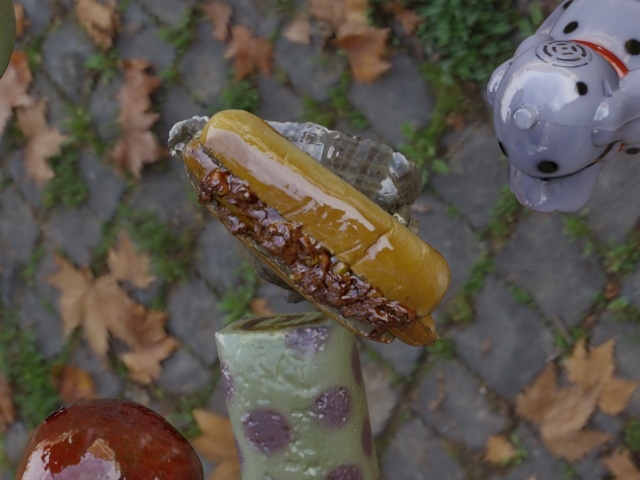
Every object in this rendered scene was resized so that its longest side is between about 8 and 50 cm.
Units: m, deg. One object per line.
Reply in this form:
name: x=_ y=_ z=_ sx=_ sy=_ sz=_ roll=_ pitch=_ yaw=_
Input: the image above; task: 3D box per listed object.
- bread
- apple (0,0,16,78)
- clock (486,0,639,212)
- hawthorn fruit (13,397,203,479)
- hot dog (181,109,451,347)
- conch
bread: x=-0.023 y=0.263 z=2.050 sx=0.187 sy=0.155 sz=0.338 roll=-4 pitch=104 yaw=17
apple: x=-0.439 y=-0.114 z=1.232 sx=0.312 sy=0.360 sz=0.320 roll=-25 pitch=69 yaw=43
clock: x=0.237 y=-0.126 z=1.353 sx=0.189 sy=0.254 sz=0.189 roll=17 pitch=122 yaw=29
hawthorn fruit: x=-0.195 y=0.222 z=1.353 sx=0.202 sy=0.185 sz=0.185 roll=-130 pitch=38 yaw=-57
hot dog: x=0.000 y=0.000 z=1.158 sx=0.249 sy=0.076 sz=0.102 roll=39 pitch=126 yaw=-10
conch: x=-0.018 y=-0.036 z=1.874 sx=0.297 sy=0.352 sz=0.210 roll=146 pitch=129 yaw=-63
